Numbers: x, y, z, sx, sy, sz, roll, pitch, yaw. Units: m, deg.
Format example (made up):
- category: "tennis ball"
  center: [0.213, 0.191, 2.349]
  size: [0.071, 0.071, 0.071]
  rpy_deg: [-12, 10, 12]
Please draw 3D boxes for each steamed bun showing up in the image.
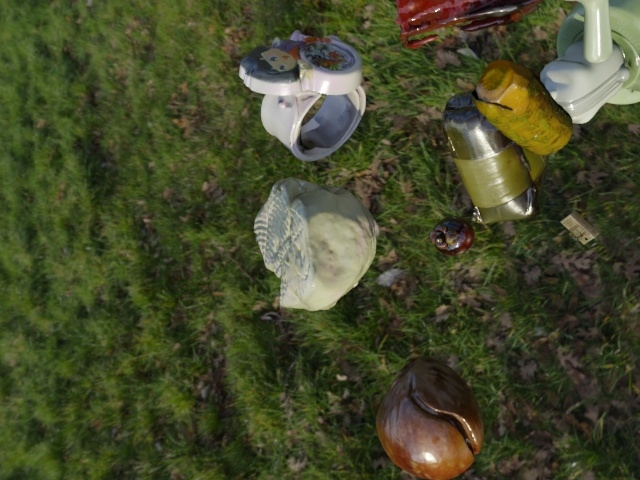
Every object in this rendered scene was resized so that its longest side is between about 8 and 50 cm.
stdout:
- category: "steamed bun"
  center: [0.000, 0.000, 1.111]
  size: [0.320, 0.206, 0.275]
  rpy_deg: [63, 146, 37]

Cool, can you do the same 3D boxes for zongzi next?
- category: "zongzi"
  center: [0.379, -0.233, 1.105]
  size: [0.154, 0.317, 0.289]
  rpy_deg: [0, 135, 38]

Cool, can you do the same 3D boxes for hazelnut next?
- category: "hazelnut"
  center: [0.137, 0.223, 0.690]
  size: [0.143, 0.154, 0.143]
  rpy_deg: [10, 121, 17]

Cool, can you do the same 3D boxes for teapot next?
- category: "teapot"
  center: [0.524, -0.502, 0.987]
  size: [0.220, 0.318, 0.149]
  rpy_deg: [-45, 54, 19]

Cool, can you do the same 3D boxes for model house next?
- category: "model house"
  center: [0.142, -0.366, 0.613]
  size: [0.160, 0.196, 0.254]
  rpy_deg: [-13, 102, 15]

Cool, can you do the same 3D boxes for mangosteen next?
- category: "mangosteen"
  center: [0.386, -0.013, 1.598]
  size: [0.140, 0.140, 0.140]
  rpy_deg: [3, 95, 35]

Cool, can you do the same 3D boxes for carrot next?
- category: "carrot"
  center: [0.267, -0.174, 0.707]
  size: [0.082, 0.173, 0.082]
  rpy_deg: [-15, 68, 40]

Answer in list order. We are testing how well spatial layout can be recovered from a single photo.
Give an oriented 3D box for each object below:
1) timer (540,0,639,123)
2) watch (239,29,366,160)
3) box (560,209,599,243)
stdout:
- category: "timer"
  center: [0.618, -0.388, 1.201]
  size: [0.315, 0.291, 0.291]
  rpy_deg: [-42, 64, -10]
- category: "watch"
  center: [-0.040, -0.287, 1.099]
  size: [0.196, 0.244, 0.231]
  rpy_deg: [48, 150, 25]
- category: "box"
  center: [0.667, -0.034, 1.380]
  size: [0.024, 0.053, 0.083]
  rpy_deg: [-37, 76, -14]
